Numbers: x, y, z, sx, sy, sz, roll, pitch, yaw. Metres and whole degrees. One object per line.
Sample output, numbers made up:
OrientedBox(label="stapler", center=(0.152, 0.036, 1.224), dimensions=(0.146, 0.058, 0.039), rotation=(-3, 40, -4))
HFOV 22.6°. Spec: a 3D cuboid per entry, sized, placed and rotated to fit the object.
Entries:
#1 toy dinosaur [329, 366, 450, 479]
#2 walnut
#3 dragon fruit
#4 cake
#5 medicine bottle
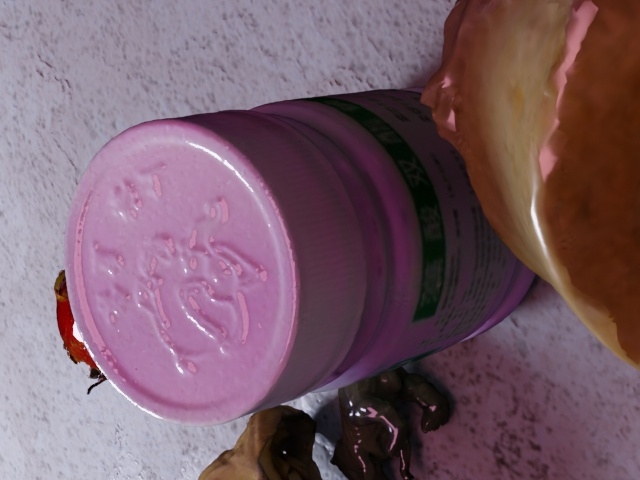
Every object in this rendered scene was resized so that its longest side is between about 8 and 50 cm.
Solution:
OrientedBox(label="toy dinosaur", center=(0.016, 0.129, 1.373), dimensions=(0.179, 0.087, 0.187), rotation=(36, 124, 26))
OrientedBox(label="walnut", center=(-0.050, 0.270, 1.390), dimensions=(0.141, 0.204, 0.238), rotation=(-17, 92, 16))
OrientedBox(label="dragon fruit", center=(-0.198, 0.079, 1.546), dimensions=(0.125, 0.125, 0.246), rotation=(42, 146, 7))
OrientedBox(label="cake", center=(0.229, -0.107, 1.003), dimensions=(0.321, 0.332, 0.332), rotation=(-117, 29, -63))
OrientedBox(label="medicine bottle", center=(0.000, 0.000, 1.163), dimensions=(0.212, 0.325, 0.212), rotation=(6, 101, 36))
